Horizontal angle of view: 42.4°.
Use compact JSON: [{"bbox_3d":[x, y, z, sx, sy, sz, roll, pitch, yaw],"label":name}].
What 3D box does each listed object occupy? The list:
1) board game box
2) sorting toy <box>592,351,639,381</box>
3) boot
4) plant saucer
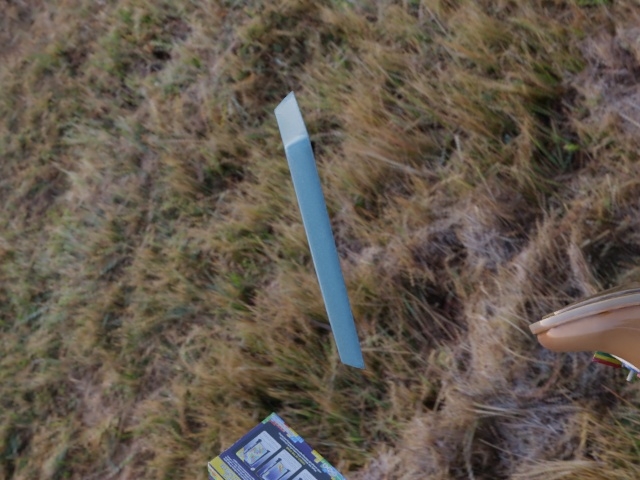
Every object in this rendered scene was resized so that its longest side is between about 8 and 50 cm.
[{"bbox_3d":[-0.066,0.369,1.272,0.141,0.048,0.170,-33,55,-31],"label":"board game box"},{"bbox_3d":[0.540,0.208,1.470,0.274,0.132,0.046,36,112,49],"label":"sorting toy"},{"bbox_3d":[0.353,0.143,0.771,0.283,0.109,0.220,-11,89,17],"label":"boot"},{"bbox_3d":[0.000,0.000,0.549,0.018,0.192,0.067,-15,36,-2],"label":"plant saucer"}]
